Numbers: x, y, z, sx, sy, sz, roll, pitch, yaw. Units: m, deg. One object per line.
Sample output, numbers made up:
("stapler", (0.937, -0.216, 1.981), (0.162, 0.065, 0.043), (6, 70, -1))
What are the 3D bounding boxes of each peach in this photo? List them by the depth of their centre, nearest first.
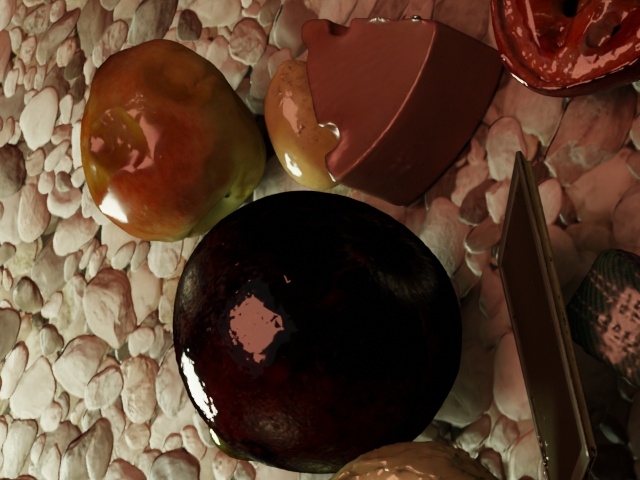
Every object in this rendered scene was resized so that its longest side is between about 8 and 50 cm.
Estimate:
("peach", (-0.178, -0.122, 1.928), (0.214, 0.214, 0.236), (-34, 77, 33))

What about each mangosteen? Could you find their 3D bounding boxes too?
("mangosteen", (-0.016, 0.102, 1.632), (0.300, 0.300, 0.300), (-17, 65, 41))

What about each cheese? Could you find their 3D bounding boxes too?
("cheese", (0.065, -0.135, 1.751), (0.203, 0.128, 0.177), (7, 81, 44))

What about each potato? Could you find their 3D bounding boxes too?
("potato", (-0.010, -0.127, 1.844), (0.112, 0.112, 0.147), (-24, 78, 38))

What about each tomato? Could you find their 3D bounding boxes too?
("tomato", (0.274, -0.238, 1.603), (0.228, 0.101, 0.228), (-10, 73, 34))

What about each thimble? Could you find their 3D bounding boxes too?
("thimble", (0.286, 0.073, 1.469), (0.135, 0.118, 0.090), (44, 109, 44))

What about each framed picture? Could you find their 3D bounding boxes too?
("framed picture", (0.206, 0.097, 1.510), (0.019, 0.232, 0.296), (-8, 65, -3))

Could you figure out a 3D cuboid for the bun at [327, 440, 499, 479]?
("bun", (0.107, 0.309, 1.533), (0.259, 0.152, 0.259), (1, 92, 35))
